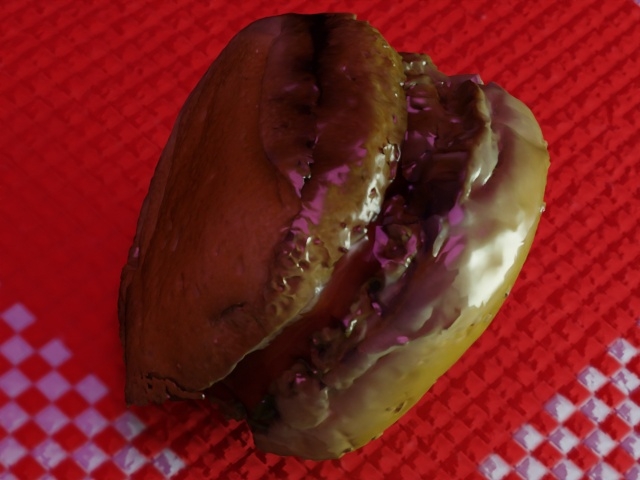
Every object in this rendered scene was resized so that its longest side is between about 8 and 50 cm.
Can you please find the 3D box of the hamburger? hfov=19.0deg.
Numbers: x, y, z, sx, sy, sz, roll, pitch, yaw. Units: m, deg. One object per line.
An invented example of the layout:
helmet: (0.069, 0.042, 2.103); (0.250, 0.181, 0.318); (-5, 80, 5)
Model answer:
hamburger: (0.000, 0.000, 1.044); (0.163, 0.244, 0.244); (23, 49, -23)
